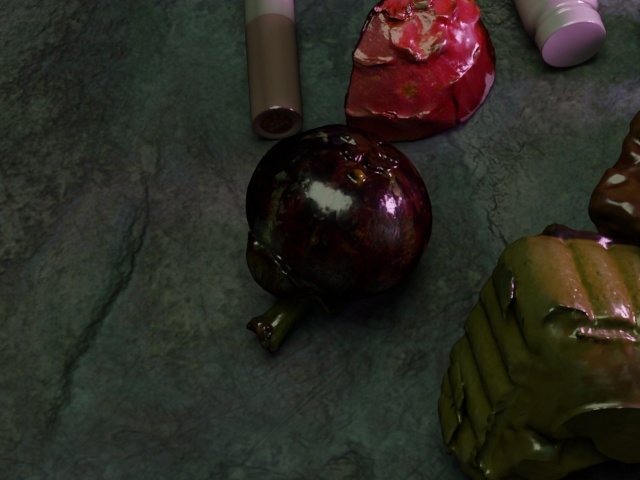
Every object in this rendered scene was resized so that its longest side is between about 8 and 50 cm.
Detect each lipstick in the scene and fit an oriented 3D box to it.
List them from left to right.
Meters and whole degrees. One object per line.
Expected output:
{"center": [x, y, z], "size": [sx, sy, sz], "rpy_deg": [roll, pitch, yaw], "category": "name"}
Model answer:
{"center": [-0.065, -0.258, 2.146], "size": [0.070, 0.070, 0.254], "rpy_deg": [-8, 57, 4], "category": "lipstick"}

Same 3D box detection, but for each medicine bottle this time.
{"center": [0.307, -0.327, 2.109], "size": [0.102, 0.103, 0.187], "rpy_deg": [-16, 56, -1], "category": "medicine bottle"}

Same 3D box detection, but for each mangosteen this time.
{"center": [0.000, 0.000, 1.911], "size": [0.231, 0.231, 0.289], "rpy_deg": [44, 112, 30], "category": "mangosteen"}

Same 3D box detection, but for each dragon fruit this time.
{"center": [0.144, -0.248, 2.074], "size": [0.189, 0.163, 0.262], "rpy_deg": [35, 65, -3], "category": "dragon fruit"}

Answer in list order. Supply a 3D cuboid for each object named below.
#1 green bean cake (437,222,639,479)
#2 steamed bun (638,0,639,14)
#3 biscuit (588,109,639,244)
{"center": [0.306, 0.164, 1.726], "size": [0.310, 0.285, 0.202], "rpy_deg": [9, 35, -13], "category": "green bean cake"}
{"center": [0.481, -0.289, 2.064], "size": [0.112, 0.091, 0.130], "rpy_deg": [-32, 56, -19], "category": "steamed bun"}
{"center": [0.549, -0.065, 1.862], "size": [0.395, 0.166, 0.343], "rpy_deg": [24, 63, 21], "category": "biscuit"}
